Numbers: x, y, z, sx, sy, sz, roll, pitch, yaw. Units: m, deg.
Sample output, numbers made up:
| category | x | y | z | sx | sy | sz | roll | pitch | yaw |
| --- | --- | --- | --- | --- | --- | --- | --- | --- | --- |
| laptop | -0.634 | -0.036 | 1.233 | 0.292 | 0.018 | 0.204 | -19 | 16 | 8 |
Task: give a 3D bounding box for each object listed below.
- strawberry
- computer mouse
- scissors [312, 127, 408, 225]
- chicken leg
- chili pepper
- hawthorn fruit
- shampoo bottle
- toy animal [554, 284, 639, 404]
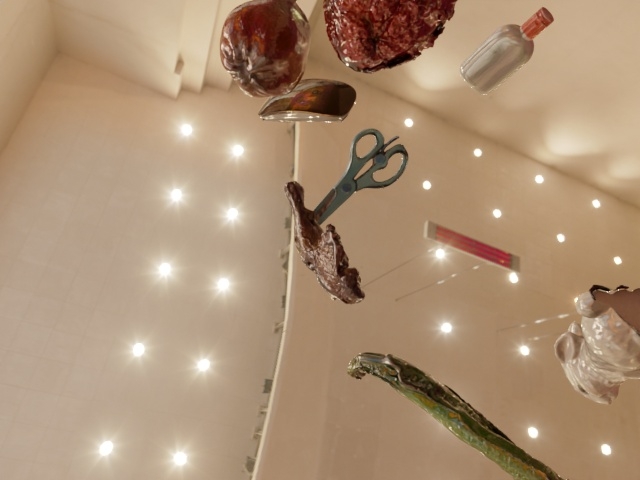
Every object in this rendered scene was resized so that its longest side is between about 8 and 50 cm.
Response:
| category | x | y | z | sx | sy | sz | roll | pitch | yaw |
| --- | --- | --- | --- | --- | --- | --- | --- | --- | --- |
| strawberry | 0.106 | -0.434 | 0.806 | 0.274 | 0.274 | 0.221 | 31 | -101 | -9 |
| computer mouse | -0.047 | -0.410 | 1.294 | 0.310 | 0.072 | 0.158 | 9 | -125 | 28 |
| scissors | 0.081 | -0.152 | 1.254 | 0.180 | 0.032 | 0.393 | 40 | -79 | -21 |
| chicken leg | -0.001 | 0.008 | 0.950 | 0.082 | 0.178 | 0.322 | -21 | -137 | -17 |
| chili pepper | 0.190 | 0.266 | 0.677 | 0.359 | 0.085 | 0.076 | 27 | -111 | 38 |
| hawthorn fruit | -0.117 | -0.484 | 1.064 | 0.224 | 0.224 | 0.261 | 32 | -109 | -9 |
| shampoo bottle | 0.437 | -0.445 | 1.030 | 0.108 | 0.221 | 0.051 | 41 | -127 | -8 |
| toy animal | 0.734 | 0.274 | 1.132 | 0.257 | 0.357 | 0.194 | 34 | -127 | 22 |
